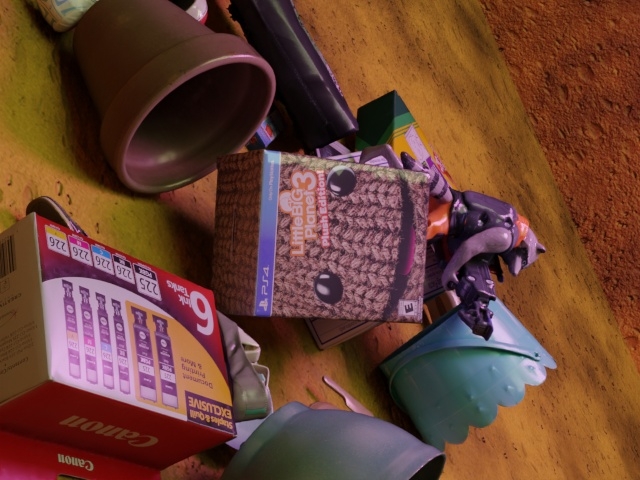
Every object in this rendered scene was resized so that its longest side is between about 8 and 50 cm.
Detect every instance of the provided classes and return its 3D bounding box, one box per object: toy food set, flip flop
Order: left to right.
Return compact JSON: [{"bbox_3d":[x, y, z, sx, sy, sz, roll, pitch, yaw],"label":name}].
[{"bbox_3d":[0.016,0.308,1.788,0.132,0.038,0.192,44,34,-19],"label":"toy food set"},{"bbox_3d":[0.258,0.208,2.290,0.080,0.112,0.277,-9,73,-37],"label":"flip flop"}]

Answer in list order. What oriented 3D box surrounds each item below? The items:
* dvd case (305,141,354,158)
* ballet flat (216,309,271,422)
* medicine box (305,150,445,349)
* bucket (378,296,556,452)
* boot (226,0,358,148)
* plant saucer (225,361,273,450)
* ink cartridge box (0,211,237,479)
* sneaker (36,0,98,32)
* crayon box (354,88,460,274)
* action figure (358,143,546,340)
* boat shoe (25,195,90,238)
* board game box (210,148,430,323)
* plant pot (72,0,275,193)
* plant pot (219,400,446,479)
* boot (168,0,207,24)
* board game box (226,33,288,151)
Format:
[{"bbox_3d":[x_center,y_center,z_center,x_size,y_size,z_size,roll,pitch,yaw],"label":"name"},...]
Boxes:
[{"bbox_3d":[0.043,-0.096,2.273,0.179,0.030,0.238,31,37,-46],"label":"dvd case"},{"bbox_3d":[-0.105,0.161,1.514,0.068,0.072,0.213,0,30,-15],"label":"ballet flat"},{"bbox_3d":[0.053,0.007,2.007,0.263,0.149,0.289,-16,79,-58],"label":"medicine box"},{"bbox_3d":[0.248,0.222,2.049,0.183,0.281,0.281,53,24,4],"label":"bucket"},{"bbox_3d":[-0.062,-0.393,2.209,0.445,0.146,0.367,57,17,-6],"label":"boot"},{"bbox_3d":[-0.138,0.202,1.593,0.195,0.037,0.195,44,30,-34],"label":"plant saucer"},{"bbox_3d":[-0.243,0.155,1.328,0.309,0.130,0.271,28,41,-50],"label":"ink cartridge box"},{"bbox_3d":[-0.341,-0.366,1.752,0.086,0.085,0.237,64,23,-6],"label":"sneaker"},{"bbox_3d":[0.202,-0.082,2.432,0.363,0.106,0.313,54,22,-29],"label":"crayon box"},{"bbox_3d":[0.234,-0.010,1.944,0.330,0.178,0.341,19,32,-24],"label":"action figure"},{"bbox_3d":[-0.311,0.008,1.454,0.152,0.056,0.049,63,18,-19],"label":"boat shoe"},{"bbox_3d":[0.000,0.000,1.720,0.291,0.141,0.232,4,87,-32],"label":"board game box"},{"bbox_3d":[-0.231,-0.236,1.668,0.229,0.263,0.263,52,20,22],"label":"plant pot"},{"bbox_3d":[-0.009,0.325,1.463,0.196,0.293,0.293,35,17,20],"label":"plant pot"},{"bbox_3d":[-0.192,-0.304,1.875,0.176,0.088,0.244,56,-9,-17],"label":"boot"},{"bbox_3d":[-0.143,-0.262,2.084,0.201,0.035,0.136,57,25,-10],"label":"board game box"}]
